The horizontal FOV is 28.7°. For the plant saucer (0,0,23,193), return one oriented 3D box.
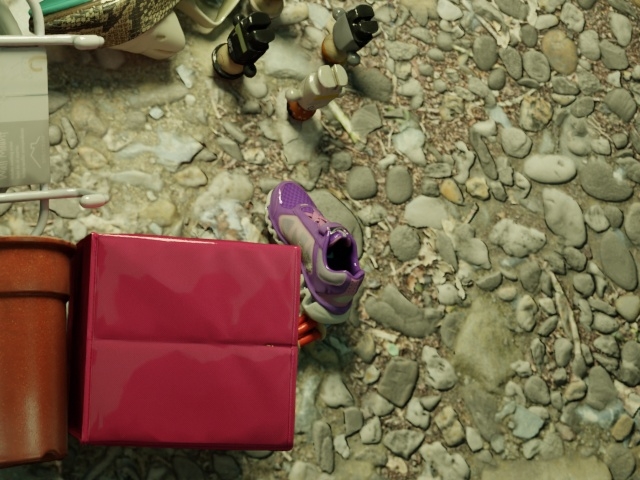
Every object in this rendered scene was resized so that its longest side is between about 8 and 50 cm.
[{"bbox_3d":[-0.552,-0.175,1.522,0.400,0.100,0.400,-8,104,-35],"label":"plant saucer"}]

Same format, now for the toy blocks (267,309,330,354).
[{"bbox_3d":[-0.051,0.105,1.811,0.148,0.054,0.123,-30,83,-30],"label":"toy blocks"}]

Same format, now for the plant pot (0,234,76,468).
[{"bbox_3d":[-0.423,0.150,1.537,0.272,0.272,0.265,-4,81,-24],"label":"plant pot"}]

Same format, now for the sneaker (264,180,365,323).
[{"bbox_3d":[0.000,0.000,1.820,0.095,0.104,0.236,-4,56,-35],"label":"sneaker"}]

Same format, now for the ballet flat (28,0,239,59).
[{"bbox_3d":[-0.214,-0.386,1.882,0.483,0.164,0.182,-45,123,-30],"label":"ballet flat"}]

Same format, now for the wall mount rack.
[{"bbox_3d":[-0.406,-0.138,1.492,0.304,0.130,0.350,-8,104,-35],"label":"wall mount rack"}]

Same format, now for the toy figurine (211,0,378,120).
[{"bbox_3d":[-0.039,-0.305,1.926,0.209,0.148,0.213,33,59,-15],"label":"toy figurine"}]

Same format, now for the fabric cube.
[{"bbox_3d":[-0.183,0.131,1.594,0.258,0.254,0.259,3,85,-17],"label":"fabric cube"}]
